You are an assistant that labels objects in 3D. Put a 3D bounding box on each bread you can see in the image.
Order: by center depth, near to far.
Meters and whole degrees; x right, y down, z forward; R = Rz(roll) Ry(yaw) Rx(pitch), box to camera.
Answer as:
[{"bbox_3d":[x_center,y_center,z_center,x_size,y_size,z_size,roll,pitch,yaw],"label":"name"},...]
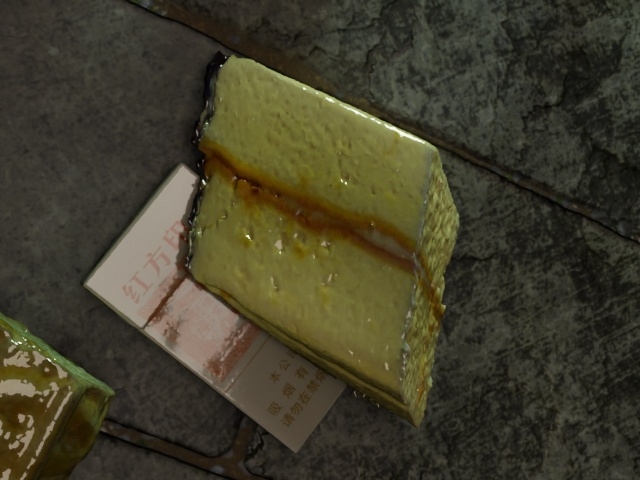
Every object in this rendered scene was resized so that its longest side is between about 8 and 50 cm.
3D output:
[{"bbox_3d":[-0.376,0.223,1.231,0.238,0.196,0.252,38,78,-12],"label":"bread"},{"bbox_3d":[0.000,0.000,1.395,0.404,0.242,0.346,20,75,12],"label":"bread"}]

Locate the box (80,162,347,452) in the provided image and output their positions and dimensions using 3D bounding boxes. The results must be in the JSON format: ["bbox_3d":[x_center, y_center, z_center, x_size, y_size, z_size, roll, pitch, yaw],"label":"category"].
[{"bbox_3d":[-0.110,0.091,1.385,0.365,0.051,0.205,41,79,-15],"label":"box"}]
